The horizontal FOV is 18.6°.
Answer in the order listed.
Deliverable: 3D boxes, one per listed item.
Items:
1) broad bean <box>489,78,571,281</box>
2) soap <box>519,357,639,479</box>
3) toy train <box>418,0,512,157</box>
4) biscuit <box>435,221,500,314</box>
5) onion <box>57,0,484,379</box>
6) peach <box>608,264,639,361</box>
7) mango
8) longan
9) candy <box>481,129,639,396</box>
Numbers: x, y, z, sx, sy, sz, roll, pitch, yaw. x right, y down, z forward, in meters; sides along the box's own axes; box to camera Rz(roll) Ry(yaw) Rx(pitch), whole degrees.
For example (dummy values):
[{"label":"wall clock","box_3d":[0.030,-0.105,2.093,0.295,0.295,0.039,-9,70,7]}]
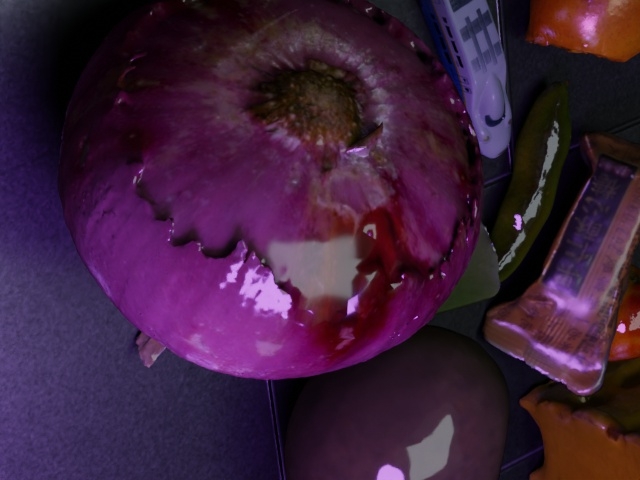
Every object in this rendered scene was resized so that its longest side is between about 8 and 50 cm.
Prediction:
[{"label":"broad bean","box_3d":[0.211,-0.047,2.022,0.065,0.046,0.254,22,92,-14]},{"label":"soap","box_3d":[0.428,0.204,2.121,0.335,0.293,0.156,-25,118,-33]},{"label":"toy train","box_3d":[0.153,-0.175,1.931,0.052,0.051,0.234,-36,124,-20]},{"label":"biscuit","box_3d":[0.045,0.039,1.911,0.322,0.038,0.099,-12,88,-36]},{"label":"onion","box_3d":[-0.043,-0.051,1.655,0.358,0.345,0.358,1,81,-8]},{"label":"peach","box_3d":[0.324,0.080,2.127,0.101,0.101,0.100,-13,113,-35]},{"label":"mango","box_3d":[0.303,-0.295,1.965,0.154,0.126,0.252,31,83,-52]},{"label":"longan","box_3d":[0.079,0.195,1.882,0.246,0.215,0.246,-33,159,-15]},{"label":"candy","box_3d":[0.278,0.018,2.059,0.101,0.143,0.271,20,94,-83]}]
